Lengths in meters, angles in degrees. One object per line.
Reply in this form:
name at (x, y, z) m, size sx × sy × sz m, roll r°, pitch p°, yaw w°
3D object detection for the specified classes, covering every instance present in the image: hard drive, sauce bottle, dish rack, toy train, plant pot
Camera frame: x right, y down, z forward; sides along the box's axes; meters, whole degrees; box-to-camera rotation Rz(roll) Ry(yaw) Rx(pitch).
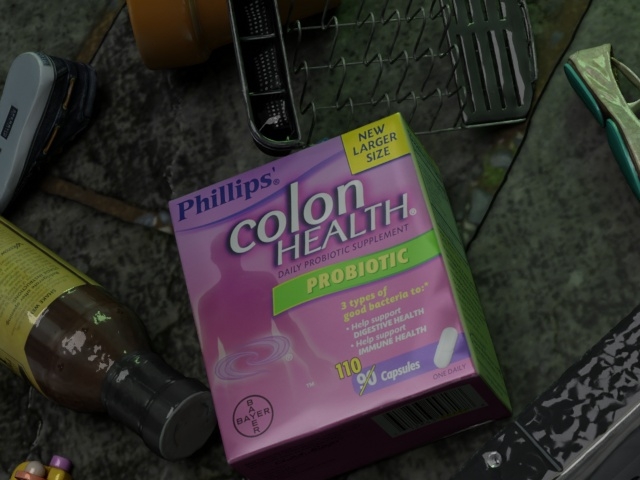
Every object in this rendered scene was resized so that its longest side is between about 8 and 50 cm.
hard drive at (0.262, 0.115, 1.284) m, size 0.339 × 0.237 × 0.064 m, roll -43°, pitch 56°, yaw -2°
sauce bottle at (-0.231, 0.080, 1.598) m, size 0.344 × 0.111 × 0.111 m, roll 32°, pitch 81°, yaw 35°
dish rack at (0.054, -0.180, 1.554) m, size 0.272 × 0.074 × 0.208 m, roll -7°, pitch 76°, yaw -11°
toy train at (-0.264, 0.249, 1.567) m, size 0.166 × 0.046 × 0.125 m, roll -15°, pitch 59°, yaw 16°
plant pot at (-0.080, -0.270, 1.673) m, size 0.188 × 0.205 × 0.205 m, roll -7°, pitch 61°, yaw 3°

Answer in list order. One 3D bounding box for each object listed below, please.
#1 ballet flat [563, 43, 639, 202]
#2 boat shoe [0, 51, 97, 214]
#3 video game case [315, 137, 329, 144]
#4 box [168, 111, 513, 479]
ballet flat at (0.257, -0.103, 1.508) m, size 0.052 × 0.057 × 0.168 m, roll -24°, pitch 57°, yaw 0°
boat shoe at (-0.276, -0.093, 1.742) m, size 0.065 × 0.083 × 0.183 m, roll 40°, pitch 112°, yaw 34°
video game case at (0.000, 0.000, 1.594) m, size 0.119 × 0.015 × 0.166 m, roll -37°, pitch 56°, yaw 2°
box at (0.014, 0.054, 1.482) m, size 0.214 × 0.117 × 0.243 m, roll -20°, pitch 63°, yaw 12°
